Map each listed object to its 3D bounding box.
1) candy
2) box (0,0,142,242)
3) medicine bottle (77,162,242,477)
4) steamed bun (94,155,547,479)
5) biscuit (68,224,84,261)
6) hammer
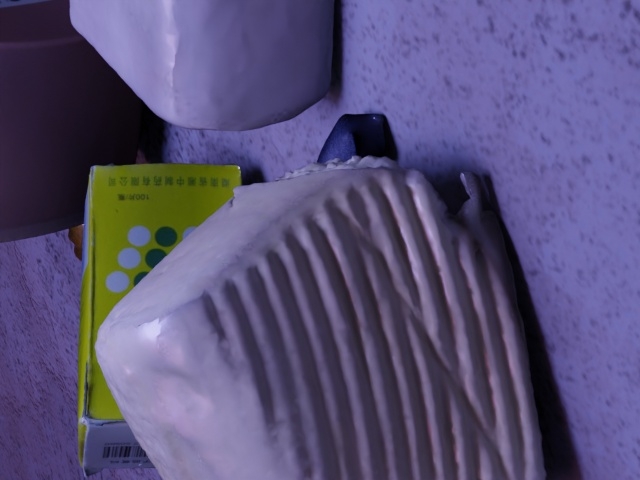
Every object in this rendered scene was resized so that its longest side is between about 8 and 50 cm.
[{"bbox_3d":[-0.096,-0.278,1.008,0.208,0.145,0.359,40,138,43],"label":"candy"},{"bbox_3d":[-0.315,-0.166,1.316,0.301,0.301,0.216,50,141,33],"label":"box"},{"bbox_3d":[-0.141,0.067,1.198,0.141,0.137,0.250,114,155,-62],"label":"medicine bottle"},{"bbox_3d":[-0.016,0.104,1.002,0.290,0.273,0.272,65,156,0],"label":"steamed bun"},{"bbox_3d":[-0.247,-0.010,1.528,0.118,0.061,0.183,-25,86,63],"label":"biscuit"},{"bbox_3d":[0.000,0.000,1.125,0.137,0.037,0.290,58,149,22],"label":"hammer"}]
